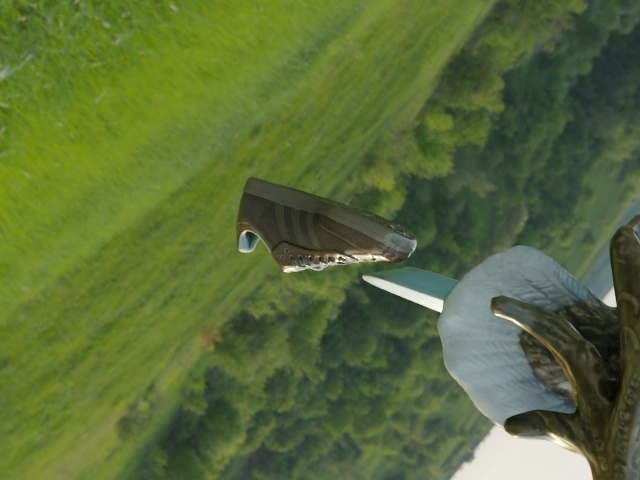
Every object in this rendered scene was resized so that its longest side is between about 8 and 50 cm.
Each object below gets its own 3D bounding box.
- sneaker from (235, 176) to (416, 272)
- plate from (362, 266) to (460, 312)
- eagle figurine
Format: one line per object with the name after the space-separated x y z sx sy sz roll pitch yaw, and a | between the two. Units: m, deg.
0.000 0.000 0.696 0.066 0.188 0.071 10 98 -47 | sneaker
0.127 0.055 0.700 0.188 0.188 0.024 39 71 -73 | plate
0.235 0.076 0.418 0.298 0.225 0.226 -3 153 -38 | eagle figurine
